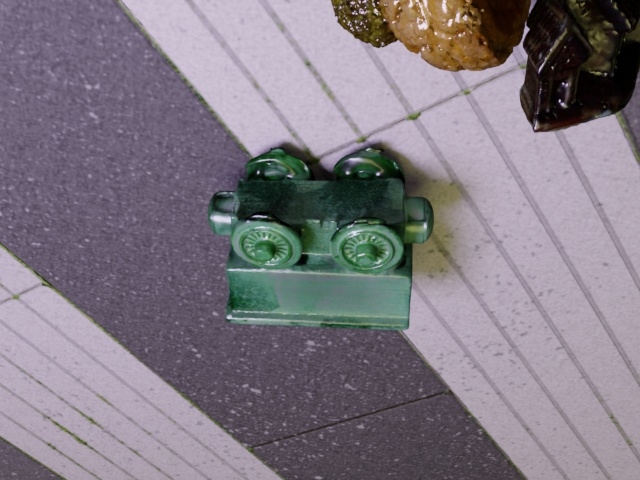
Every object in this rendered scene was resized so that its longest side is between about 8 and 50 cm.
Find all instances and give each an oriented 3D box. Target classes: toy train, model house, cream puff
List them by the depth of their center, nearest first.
[{"bbox_3d":[0.088,-0.243,0.736,0.169,0.183,0.183,3,139,32],"label":"cream puff"},{"bbox_3d":[0.249,-0.200,0.765,0.106,0.165,0.152,10,136,20],"label":"model house"},{"bbox_3d":[0.000,0.000,0.980,0.266,0.145,0.202,2,138,5],"label":"toy train"}]
